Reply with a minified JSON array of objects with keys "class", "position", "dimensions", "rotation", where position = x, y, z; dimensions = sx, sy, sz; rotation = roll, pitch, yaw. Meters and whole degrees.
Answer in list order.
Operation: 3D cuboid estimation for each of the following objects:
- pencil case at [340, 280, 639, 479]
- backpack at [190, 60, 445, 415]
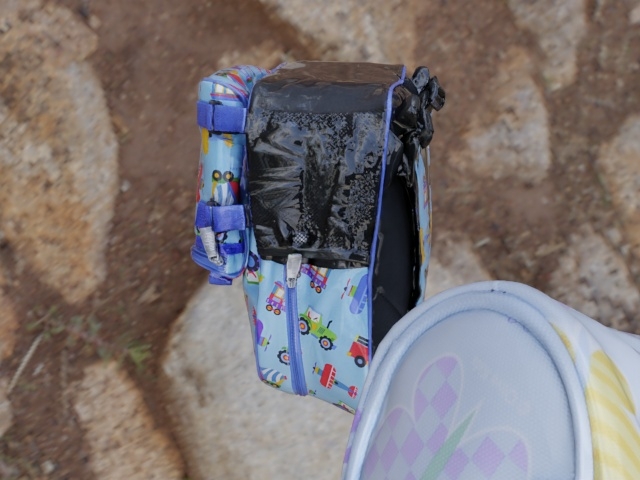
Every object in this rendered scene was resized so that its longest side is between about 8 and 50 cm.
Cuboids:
[{"class":"pencil case","position":[0.138,0.094,0.494],"dimensions":[0.273,0.124,0.113],"rotation":[16,87,-38]},{"class":"backpack","position":[0.000,0.000,0.704],"dimensions":[0.158,0.117,0.173],"rotation":[-63,155,-75]}]
